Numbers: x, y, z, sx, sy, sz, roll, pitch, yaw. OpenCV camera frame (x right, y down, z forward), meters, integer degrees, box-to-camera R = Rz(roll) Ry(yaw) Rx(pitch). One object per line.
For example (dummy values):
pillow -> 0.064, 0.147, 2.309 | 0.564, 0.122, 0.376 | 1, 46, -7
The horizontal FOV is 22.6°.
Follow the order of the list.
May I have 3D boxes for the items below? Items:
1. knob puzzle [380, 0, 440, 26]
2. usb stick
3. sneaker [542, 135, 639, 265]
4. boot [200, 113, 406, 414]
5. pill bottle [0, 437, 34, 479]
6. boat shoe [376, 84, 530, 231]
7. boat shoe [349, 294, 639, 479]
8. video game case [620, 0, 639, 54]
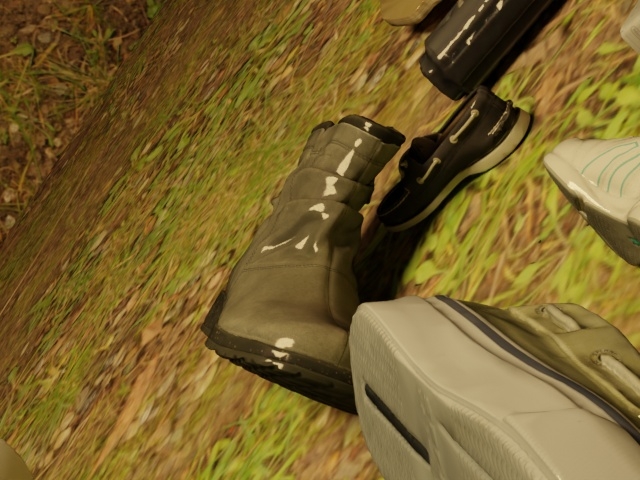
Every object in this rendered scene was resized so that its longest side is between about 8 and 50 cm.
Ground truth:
knob puzzle -> 0.110, -0.228, 1.216 | 0.213, 0.030, 0.213 | -48, 17, 20
usb stick -> 0.161, -0.205, 0.992 | 0.278, 0.045, 0.077 | -50, 17, 14
sneaker -> 0.143, -0.021, 0.659 | 0.061, 0.053, 0.152 | -45, 22, -2
boot -> 0.000, 0.000, 0.906 | 0.161, 0.083, 0.246 | -65, 14, 0
pill bottle -> -0.327, 0.281, 1.103 | 0.188, 0.188, 0.334 | -38, 22, 44
boat shoe -> 0.068, -0.047, 0.937 | 0.125, 0.038, 0.046 | -37, 23, 46
boat shoe -> 0.089, 0.076, 0.505 | 0.094, 0.109, 0.302 | -13, 21, -11
video game case -> 0.235, -0.190, 0.704 | 0.212, 0.023, 0.193 | -53, 7, -35
